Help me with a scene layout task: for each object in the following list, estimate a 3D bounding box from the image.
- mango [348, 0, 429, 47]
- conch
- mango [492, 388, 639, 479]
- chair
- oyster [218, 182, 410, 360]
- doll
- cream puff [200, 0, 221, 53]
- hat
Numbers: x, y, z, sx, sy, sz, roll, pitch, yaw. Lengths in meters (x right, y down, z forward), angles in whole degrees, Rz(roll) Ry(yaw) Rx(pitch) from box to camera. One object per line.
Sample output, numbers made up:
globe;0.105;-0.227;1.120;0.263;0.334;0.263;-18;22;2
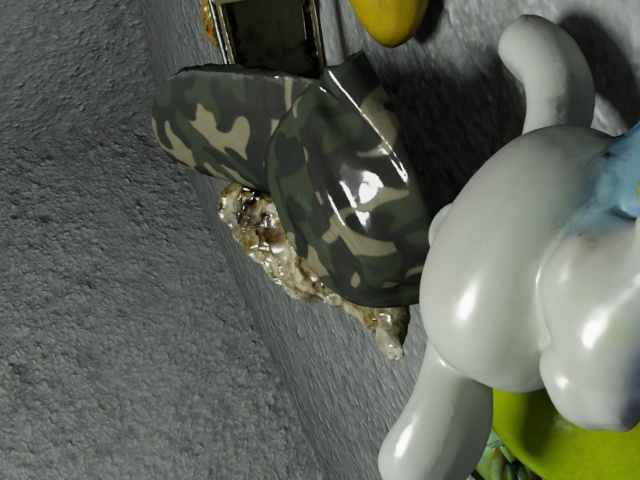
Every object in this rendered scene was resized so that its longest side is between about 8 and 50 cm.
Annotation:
mango;0.065;-0.308;0.647;0.137;0.098;0.195;36;149;56
conch;0.227;0.277;0.779;0.095;0.079;0.200;-7;118;59
mango;0.209;0.110;0.548;0.273;0.149;0.185;-130;20;-56
chair;-0.059;-0.267;0.816;0.272;0.188;0.166;17;125;47
oyster;0.027;-0.007;0.862;0.396;0.204;0.111;37;151;31
doll;0.204;0.016;0.357;0.366;0.187;0.375;8;95;57
cream puff;-0.106;-0.397;0.967;0.183;0.184;0.168;103;158;-58
hat;-0.029;-0.044;0.692;0.366;0.382;0.257;47;-136;-54
